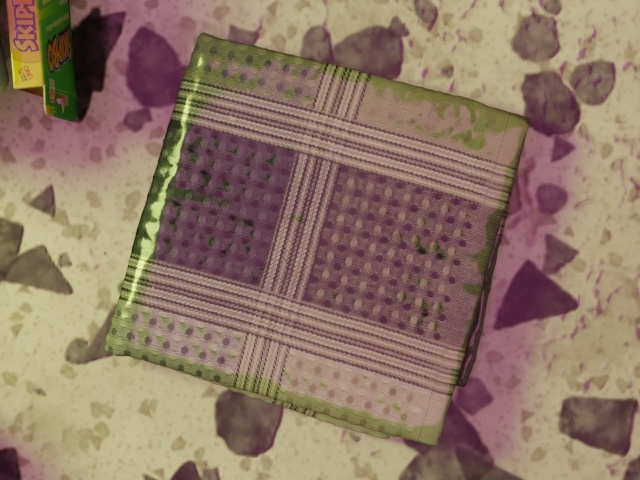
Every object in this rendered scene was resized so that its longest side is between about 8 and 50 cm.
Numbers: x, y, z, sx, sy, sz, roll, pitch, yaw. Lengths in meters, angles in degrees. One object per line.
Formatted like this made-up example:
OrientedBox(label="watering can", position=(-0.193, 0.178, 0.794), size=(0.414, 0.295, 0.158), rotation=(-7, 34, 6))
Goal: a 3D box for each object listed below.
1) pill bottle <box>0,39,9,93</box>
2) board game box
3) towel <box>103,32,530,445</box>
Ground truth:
OrientedBox(label="pill bottle", position=(-0.378, -0.285, 1.184), size=(0.210, 0.210, 0.363), rotation=(-6, 114, 6))
OrientedBox(label="board game box", position=(-0.248, -0.235, 1.260), size=(0.039, 0.124, 0.259), rotation=(-7, 91, 3))
OrientedBox(label="towel", position=(0.000, 0.000, 1.286), size=(0.324, 0.056, 0.312), rotation=(16, 90, 7))
